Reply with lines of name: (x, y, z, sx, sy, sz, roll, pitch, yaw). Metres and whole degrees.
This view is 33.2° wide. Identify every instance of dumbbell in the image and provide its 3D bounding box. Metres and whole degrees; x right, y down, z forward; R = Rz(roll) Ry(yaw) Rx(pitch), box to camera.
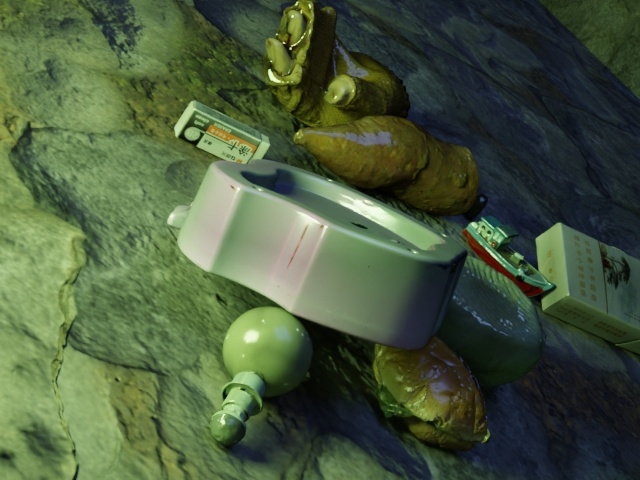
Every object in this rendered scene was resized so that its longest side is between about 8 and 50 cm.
dumbbell: (0.229, -0.088, 1.833, 0.118, 0.046, 0.052, 38, 20, 5)

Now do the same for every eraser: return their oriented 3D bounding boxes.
eraser: (-0.132, -0.140, 1.450, 0.122, 0.052, 0.029, 23, 29, -25)

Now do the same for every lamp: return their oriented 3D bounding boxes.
lamp: (-0.066, 0.137, 1.047, 0.091, 0.091, 0.163, 34, 42, -6)

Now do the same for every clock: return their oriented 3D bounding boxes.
clock: (0.000, 0.000, 1.210, 0.339, 0.102, 0.338, 22, 10, -4)

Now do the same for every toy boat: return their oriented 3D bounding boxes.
toy boat: (0.303, 0.024, 1.720, 0.173, 0.059, 0.069, 48, 27, 22)

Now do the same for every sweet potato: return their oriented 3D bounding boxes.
sweet potato: (0.100, -0.135, 1.662, 0.337, 0.131, 0.131, 18, 31, -37)

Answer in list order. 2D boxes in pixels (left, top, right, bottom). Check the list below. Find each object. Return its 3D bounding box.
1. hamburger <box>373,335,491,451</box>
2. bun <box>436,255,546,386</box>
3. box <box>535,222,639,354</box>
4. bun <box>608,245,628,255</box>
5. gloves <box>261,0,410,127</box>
hamburger: (0.114, 0.164, 1.209, 0.102, 0.087, 0.176, 3, 44, -52)
bun: (0.189, 0.108, 1.365, 0.195, 0.118, 0.195, 25, 24, -12)
box: (0.466, 0.081, 1.769, 0.233, 0.067, 0.149, 23, 52, -25)
bun: (0.532, 0.065, 1.929, 0.115, 0.069, 0.115, 29, 29, -18)
gloves: (0.017, -0.254, 1.716, 0.356, 0.155, 0.203, 25, 30, -58)
